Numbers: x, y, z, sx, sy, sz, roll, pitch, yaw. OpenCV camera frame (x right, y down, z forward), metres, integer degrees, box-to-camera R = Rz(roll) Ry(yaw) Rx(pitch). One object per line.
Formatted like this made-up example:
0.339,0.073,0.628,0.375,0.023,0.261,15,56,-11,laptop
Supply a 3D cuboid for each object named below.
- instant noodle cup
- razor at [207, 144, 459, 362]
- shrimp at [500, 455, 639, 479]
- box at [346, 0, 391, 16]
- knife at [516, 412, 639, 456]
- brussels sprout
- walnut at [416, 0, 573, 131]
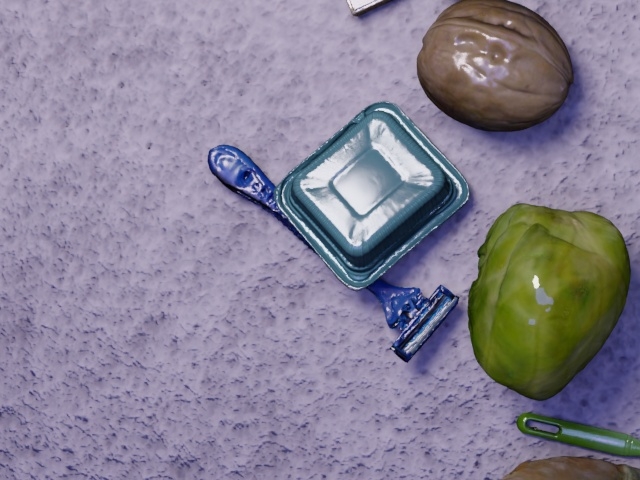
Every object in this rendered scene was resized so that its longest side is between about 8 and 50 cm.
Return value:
0.053,-0.056,1.581,0.179,0.070,0.157,-41,78,-3,instant noodle cup
0.001,0.002,1.633,0.324,0.056,0.093,39,86,9,razor
0.393,0.305,1.517,0.446,0.221,0.109,9,112,-7,shrimp
0.055,-0.297,1.601,0.083,0.035,0.079,-24,90,12,box
0.322,0.213,1.605,0.212,0.015,0.054,11,97,10,knife
0.233,0.065,1.507,0.161,0.223,0.223,9,97,15,brussels sprout
0.184,-0.185,1.536,0.162,0.140,0.140,17,99,18,walnut
